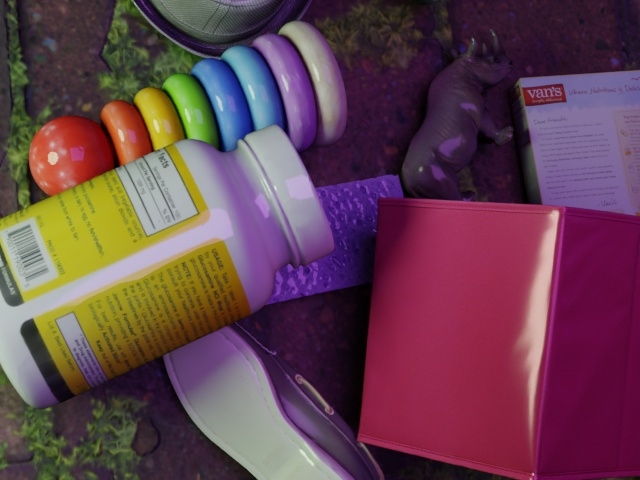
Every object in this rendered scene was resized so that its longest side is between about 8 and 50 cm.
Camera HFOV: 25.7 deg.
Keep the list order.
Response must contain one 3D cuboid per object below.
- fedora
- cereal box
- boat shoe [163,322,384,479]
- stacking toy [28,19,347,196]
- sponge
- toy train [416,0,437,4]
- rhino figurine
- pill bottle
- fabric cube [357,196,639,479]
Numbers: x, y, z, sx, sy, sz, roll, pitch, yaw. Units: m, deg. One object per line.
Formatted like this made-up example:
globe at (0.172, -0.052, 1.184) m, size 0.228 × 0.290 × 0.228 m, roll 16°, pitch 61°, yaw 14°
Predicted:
fedora at (-0.097, -0.340, 1.523) m, size 0.243 × 0.124 × 0.275 m, roll 20°, pitch 76°, yaw -17°
cereal box at (0.326, -0.079, 1.657) m, size 0.173 × 0.047 × 0.240 m, roll -4°, pitch 77°, yaw -14°
boat shoe at (-0.048, 0.184, 1.477) m, size 0.305 × 0.109 × 0.091 m, roll 49°, pitch 28°, yaw 5°
stacking toy at (-0.144, -0.125, 1.474) m, size 0.330 × 0.141 × 0.141 m, roll -18°, pitch 88°, yaw -18°
sponge at (0.000, 0.000, 1.555) m, size 0.210 × 0.031 × 0.117 m, roll -10°, pitch 85°, yaw -22°
toy train at (0.086, -0.431, 1.560) m, size 0.190 × 0.142 × 0.334 m, roll -48°, pitch 121°, yaw -22°
rhino figurine at (0.165, -0.140, 1.615) m, size 0.106 × 0.073 × 0.243 m, roll 26°, pitch 72°, yaw -18°
pill bottle at (-0.165, 0.016, 1.374) m, size 0.334 × 0.188 × 0.188 m, roll -24°, pitch 90°, yaw -8°
fabric cube at (0.220, 0.096, 1.446) m, size 0.259 × 0.254 × 0.258 m, roll 5°, pitch 89°, yaw -42°
